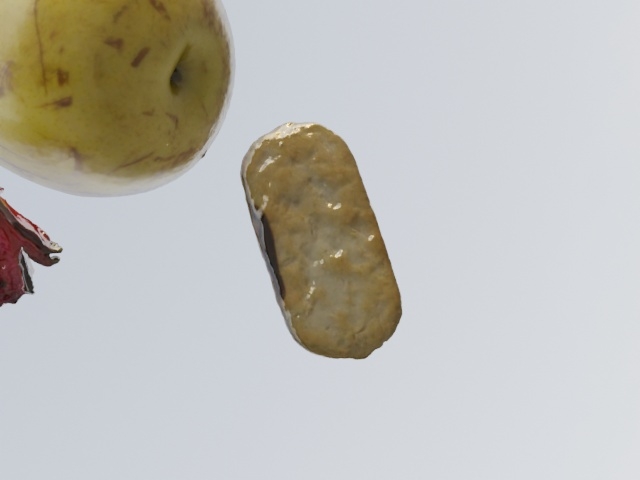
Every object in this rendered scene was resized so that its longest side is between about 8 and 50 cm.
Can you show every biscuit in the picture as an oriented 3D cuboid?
[{"bbox_3d":[0.000,0.000,0.868,0.071,0.147,0.018,-17,-10,-7],"label":"biscuit"}]

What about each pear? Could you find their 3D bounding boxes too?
[{"bbox_3d":[-0.219,-0.172,1.379,0.280,0.280,0.281,-25,-56,-43],"label":"pear"}]

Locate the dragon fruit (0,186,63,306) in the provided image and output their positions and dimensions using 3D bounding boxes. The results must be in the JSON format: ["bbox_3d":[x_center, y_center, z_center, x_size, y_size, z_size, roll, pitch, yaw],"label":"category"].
[{"bbox_3d":[-0.313,-0.029,0.966,0.274,0.126,0.161,-11,-62,-5],"label":"dragon fruit"}]
